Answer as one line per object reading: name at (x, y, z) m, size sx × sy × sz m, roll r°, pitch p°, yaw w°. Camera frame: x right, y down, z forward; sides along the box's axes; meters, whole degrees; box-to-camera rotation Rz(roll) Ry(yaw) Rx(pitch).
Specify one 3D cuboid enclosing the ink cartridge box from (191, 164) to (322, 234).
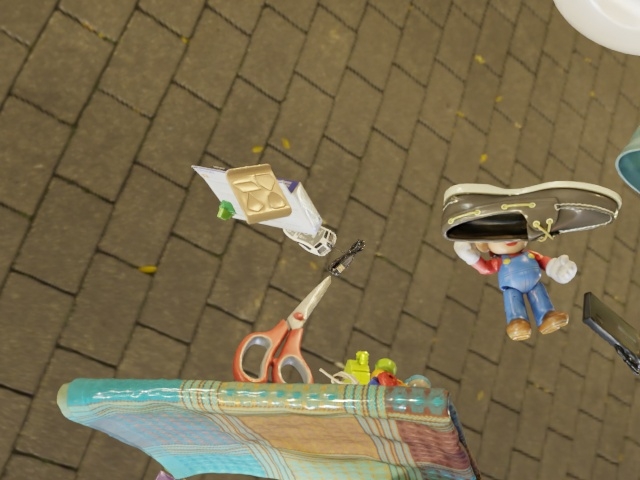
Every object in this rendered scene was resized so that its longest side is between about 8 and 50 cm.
ink cartridge box at (-0.129, -0.099, 1.600) m, size 0.045 × 0.223 × 0.224 m, roll -68°, pitch 155°, yaw -20°

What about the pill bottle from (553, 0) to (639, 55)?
pill bottle at (0.407, -0.422, 0.856) m, size 0.229 × 0.229 × 0.408 m, roll 42°, pitch 56°, yaw -26°

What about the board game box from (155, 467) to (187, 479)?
board game box at (-0.272, 0.549, 1.479) m, size 0.170 × 0.048 × 0.141 m, roll 29°, pitch 84°, yaw 7°

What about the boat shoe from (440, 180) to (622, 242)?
boat shoe at (0.271, -0.029, 0.992) m, size 0.081 × 0.227 × 0.069 m, roll 61°, pitch 37°, yaw -50°

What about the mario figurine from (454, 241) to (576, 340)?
mario figurine at (0.420, 0.044, 1.646) m, size 0.198 × 0.170 × 0.321 m, roll -1°, pitch 65°, yaw -37°

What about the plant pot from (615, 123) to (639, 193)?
plant pot at (0.682, -0.163, 1.283) m, size 0.293 × 0.293 × 0.196 m, roll 32°, pitch 83°, yaw -31°

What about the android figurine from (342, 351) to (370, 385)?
android figurine at (0.079, 0.389, 1.733) m, size 0.056 × 0.248 × 0.273 m, roll 7°, pitch 79°, yaw -4°

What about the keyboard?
keyboard at (0.501, 0.171, 1.258) m, size 0.180 × 0.023 × 0.108 m, roll 38°, pitch 36°, yaw -10°

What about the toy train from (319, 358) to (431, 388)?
toy train at (0.122, 0.290, 1.573) m, size 0.248 × 0.105 × 0.143 m, roll 31°, pitch 24°, yaw -1°

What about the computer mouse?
computer mouse at (0.000, 0.000, 1.752) m, size 0.106 × 0.193 × 0.042 m, roll -53°, pitch 158°, yaw -12°

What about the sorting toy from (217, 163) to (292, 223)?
sorting toy at (-0.074, -0.045, 0.773) m, size 0.083 × 0.012 × 0.062 m, roll -13°, pitch 71°, yaw -37°

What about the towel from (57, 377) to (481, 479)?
towel at (-0.039, 0.201, 0.760) m, size 0.271 × 0.369 × 0.040 m, roll 61°, pitch 32°, yaw -55°

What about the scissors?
scissors at (-0.046, 0.113, 1.064) m, size 0.108 × 0.021 × 0.297 m, roll 19°, pitch 33°, yaw -3°
